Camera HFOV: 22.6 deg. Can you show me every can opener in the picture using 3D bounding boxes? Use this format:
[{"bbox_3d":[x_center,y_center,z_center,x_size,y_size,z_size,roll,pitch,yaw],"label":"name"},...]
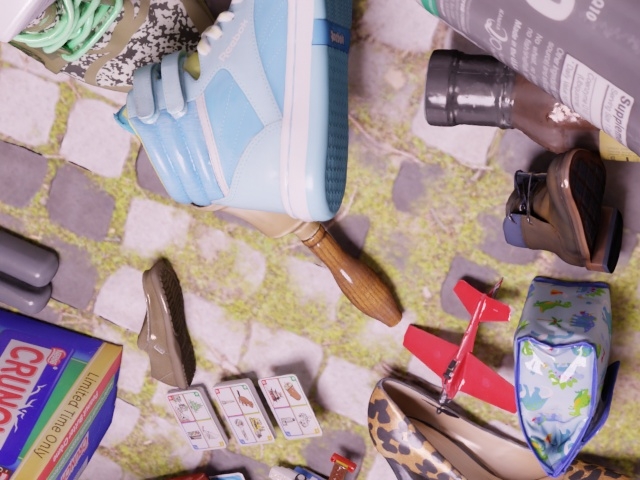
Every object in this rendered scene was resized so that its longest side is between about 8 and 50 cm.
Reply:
[{"bbox_3d":[-0.421,0.006,1.682,0.283,0.095,0.076,23,121,5],"label":"can opener"}]

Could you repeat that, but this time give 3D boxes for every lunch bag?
[{"bbox_3d":[0.233,0.131,1.531,0.096,0.129,0.151,6,117,14],"label":"lunch bag"}]

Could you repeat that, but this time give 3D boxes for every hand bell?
[{"bbox_3d":[0.000,0.000,1.566,0.126,0.126,0.242,-33,116,28],"label":"hand bell"}]

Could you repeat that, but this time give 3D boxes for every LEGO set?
[{"bbox_3d":[-0.040,0.246,1.734,0.182,0.060,0.244,-13,111,35],"label":"LEGO set"}]

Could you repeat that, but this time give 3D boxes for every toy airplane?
[{"bbox_3d":[0.145,0.105,1.576,0.151,0.028,0.151,-2,86,35],"label":"toy airplane"}]

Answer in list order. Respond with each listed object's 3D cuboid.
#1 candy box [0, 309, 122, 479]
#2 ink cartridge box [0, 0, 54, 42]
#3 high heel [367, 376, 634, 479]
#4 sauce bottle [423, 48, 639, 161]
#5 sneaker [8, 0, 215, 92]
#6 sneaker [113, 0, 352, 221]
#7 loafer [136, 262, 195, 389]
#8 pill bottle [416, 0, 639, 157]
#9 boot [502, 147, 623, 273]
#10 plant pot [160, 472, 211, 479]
[{"bbox_3d":[-0.403,0.180,1.667,0.317,0.268,0.122,18,124,6],"label":"candy box"},{"bbox_3d":[-0.162,-0.366,1.244,0.166,0.395,0.285,38,121,-7],"label":"ink cartridge box"},{"bbox_3d":[0.175,0.209,1.604,0.261,0.093,0.186,-8,120,30],"label":"high heel"},{"bbox_3d":[0.264,-0.125,1.402,0.344,0.111,0.111,7,118,13],"label":"sauce bottle"},{"bbox_3d":[-0.255,-0.210,1.406,0.410,0.182,0.158,24,115,-33],"label":"sneaker"},{"bbox_3d":[-0.082,-0.176,1.417,0.208,0.127,0.319,0,83,16],"label":"sneaker"},{"bbox_3d":[-0.168,0.093,1.674,0.050,0.056,0.148,-4,115,12],"label":"loafer"},{"bbox_3d":[0.261,-0.182,1.255,0.361,0.204,0.204,37,123,22],"label":"pill bottle"},{"bbox_3d":[0.202,-0.026,1.437,0.106,0.082,0.219,8,162,22],"label":"boot"},{"bbox_3d":[-0.196,0.401,1.724,0.267,0.267,0.236,-16,98,32],"label":"plant pot"}]
